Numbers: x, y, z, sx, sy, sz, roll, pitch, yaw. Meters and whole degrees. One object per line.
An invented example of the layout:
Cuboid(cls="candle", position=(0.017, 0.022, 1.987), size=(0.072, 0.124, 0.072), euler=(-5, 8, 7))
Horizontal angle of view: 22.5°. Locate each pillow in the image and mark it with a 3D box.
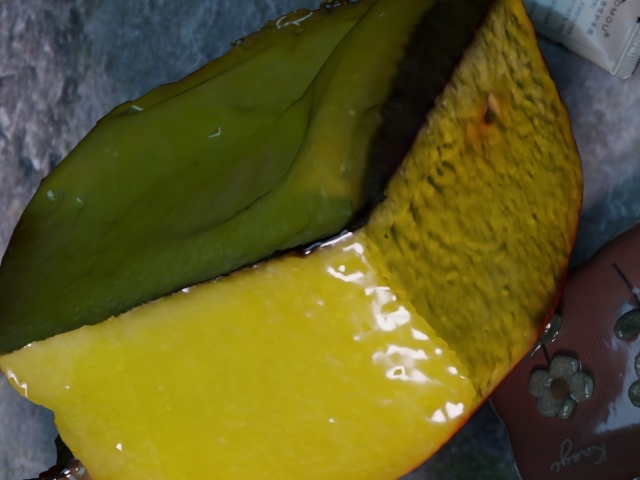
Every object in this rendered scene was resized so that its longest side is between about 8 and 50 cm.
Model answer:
Cuboid(cls="pillow", position=(0.191, 0.088, 1.077), size=(0.179, 0.075, 0.171), euler=(-28, 74, 23))

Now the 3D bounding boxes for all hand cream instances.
Cuboid(cls="hand cream", position=(0.131, -0.194, 1.141), size=(0.234, 0.050, 0.080), euler=(27, 98, 18))

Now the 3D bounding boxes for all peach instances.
Cuboid(cls="peach", position=(0.000, 0.000, 1.074), size=(0.380, 0.242, 0.306), euler=(-28, 33, 22))

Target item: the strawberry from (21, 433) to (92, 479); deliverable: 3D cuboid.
Cuboid(cls="strawberry", position=(-0.129, 0.240, 1.207), size=(0.190, 0.111, 0.236), euler=(2, 111, 14))
